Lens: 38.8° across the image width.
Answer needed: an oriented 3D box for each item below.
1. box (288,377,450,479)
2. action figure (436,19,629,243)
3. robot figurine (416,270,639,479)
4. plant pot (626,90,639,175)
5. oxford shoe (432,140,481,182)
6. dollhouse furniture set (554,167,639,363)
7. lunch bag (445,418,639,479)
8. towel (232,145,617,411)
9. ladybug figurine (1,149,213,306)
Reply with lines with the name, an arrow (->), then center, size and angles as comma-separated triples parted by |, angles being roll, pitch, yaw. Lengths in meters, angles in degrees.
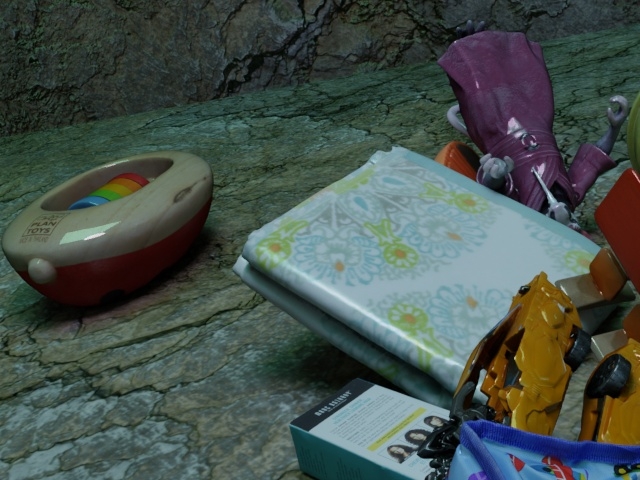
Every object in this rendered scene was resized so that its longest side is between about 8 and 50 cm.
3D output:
box -> 0.089, 0.205, 0.845 | 0.100, 0.060, 0.244 | -27, 26, -36
action figure -> 0.274, -0.120, 1.294 | 0.248, 0.370, 0.276 | -7, -24, -19
robot figurine -> 0.183, 0.171, 0.717 | 0.211, 0.085, 0.291 | 34, 50, -1
plant pot -> 0.498, -0.064, 1.082 | 0.276, 0.276, 0.254 | -2, 34, 25
oxford shoe -> 0.150, -0.006, 1.328 | 0.132, 0.130, 0.364 | -38, 10, 39
dollhouse furniture set -> 0.337, 0.051, 0.856 | 0.135, 0.262, 0.259 | -9, 56, -20
lunch bag -> 0.134, 0.266, 0.427 | 0.138, 0.221, 0.293 | 10, 22, -12
towel -> 0.131, 0.040, 1.070 | 0.374, 0.090, 0.320 | 30, 44, 27
ladybug figurine -> -0.339, -0.019, 1.516 | 0.305, 0.162, 0.449 | -1, 23, 25
